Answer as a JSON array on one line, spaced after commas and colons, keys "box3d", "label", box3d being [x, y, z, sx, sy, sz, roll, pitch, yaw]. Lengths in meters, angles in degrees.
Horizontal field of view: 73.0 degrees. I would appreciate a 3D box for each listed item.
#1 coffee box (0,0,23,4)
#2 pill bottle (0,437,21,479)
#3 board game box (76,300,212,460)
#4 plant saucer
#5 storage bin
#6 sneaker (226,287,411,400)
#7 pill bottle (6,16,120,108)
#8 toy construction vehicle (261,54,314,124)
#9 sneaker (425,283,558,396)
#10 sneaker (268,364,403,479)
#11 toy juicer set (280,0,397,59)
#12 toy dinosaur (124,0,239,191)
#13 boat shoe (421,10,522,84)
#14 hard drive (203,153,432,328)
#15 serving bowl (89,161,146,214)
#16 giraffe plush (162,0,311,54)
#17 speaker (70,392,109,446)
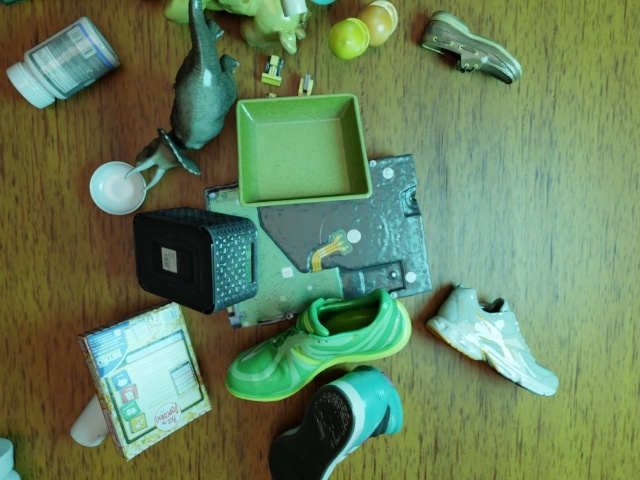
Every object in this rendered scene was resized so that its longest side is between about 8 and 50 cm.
[{"box3d": [-0.452, -0.456, 0.632, 0.113, 0.040, 0.183, -16, 97, -5], "label": "coffee box"}, {"box3d": [-0.530, 0.432, 0.662, 0.121, 0.121, 0.220, 1, 95, -7], "label": "pill bottle"}, {"box3d": [-0.267, 0.208, 0.672, 0.147, 0.045, 0.193, -20, 98, -43], "label": "board game box"}, {"box3d": [-0.029, -0.131, 0.657, 0.189, 0.045, 0.188, -5, 68, -3], "label": "plant saucer"}, {"box3d": [-0.184, 0.022, 0.631, 0.180, 0.084, 0.121, 11, 107, 34], "label": "storage bin"}, {"box3d": [-0.015, 0.145, 0.658, 0.296, 0.109, 0.123, -23, 126, 4], "label": "sneaker"}, {"box3d": [-0.379, -0.260, 0.640, 0.137, 0.078, 0.078, -33, 98, -3], "label": "pill bottle"}, {"box3d": [-0.056, -0.245, 0.702, 0.086, 0.035, 0.098, 14, 93, -8], "label": "toy construction vehicle"}, {"box3d": [0.322, 0.172, 0.757, 0.263, 0.099, 0.120, 31, 86, -10], "label": "sneaker"}, {"box3d": [0.035, 0.310, 0.724, 0.179, 0.123, 0.295, -7, 139, -42], "label": "sneaker"}, {"box3d": [0.000, -0.364, 0.599, 0.329, 0.090, 0.208, -17, 109, -49], "label": "toy juicer set"}, {"box3d": [-0.164, -0.198, 0.604, 0.121, 0.314, 0.160, 18, 54, -27], "label": "toy dinosaur"}, {"box3d": [0.249, -0.308, 0.722, 0.178, 0.064, 0.060, 31, 96, -2], "label": "boat shoe"}, {"box3d": [0.000, 0.000, 0.716, 0.340, 0.064, 0.236, -11, 96, -6], "label": "hard drive"}, {"box3d": [-0.318, -0.083, 0.688, 0.084, 0.027, 0.083, -1, 95, -6], "label": "serving bowl"}, {"box3d": [-0.101, -0.362, 0.635, 0.171, 0.210, 0.181, 28, 86, -38], "label": "giraffe plush"}, {"box3d": [-0.341, 0.262, 0.703, 0.055, 0.055, 0.136, 35, 91, -8], "label": "speaker"}]
